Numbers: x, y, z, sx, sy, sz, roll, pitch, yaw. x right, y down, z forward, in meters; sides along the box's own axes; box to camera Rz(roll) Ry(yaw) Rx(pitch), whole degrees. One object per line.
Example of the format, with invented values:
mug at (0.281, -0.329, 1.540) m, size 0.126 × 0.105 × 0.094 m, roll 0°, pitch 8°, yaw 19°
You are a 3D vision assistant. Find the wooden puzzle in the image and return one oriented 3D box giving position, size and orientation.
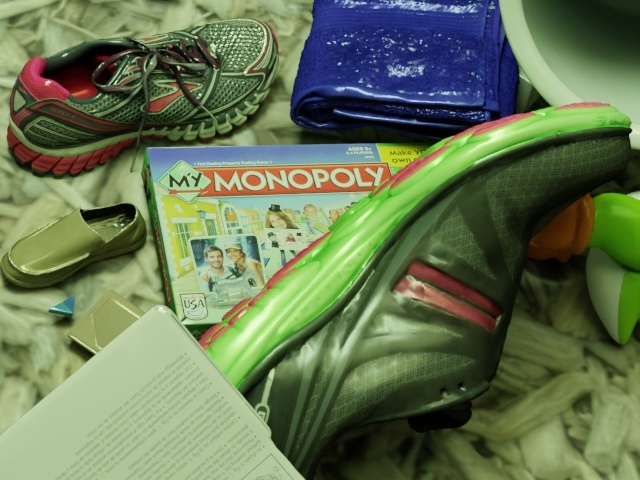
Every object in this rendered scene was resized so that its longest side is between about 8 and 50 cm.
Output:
wooden puzzle at (-0.184, 0.085, 1.489) m, size 0.116 × 0.014 × 0.078 m, roll 39°, pitch 49°, yaw 13°

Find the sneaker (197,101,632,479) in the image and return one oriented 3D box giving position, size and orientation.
sneaker at (0.088, 0.054, 1.430) m, size 0.483 × 0.185 × 0.202 m, roll -39°, pitch 95°, yaw -7°

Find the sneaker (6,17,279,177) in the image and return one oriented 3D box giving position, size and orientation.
sneaker at (-0.166, -0.158, 1.629) m, size 0.299 × 0.112 × 0.121 m, roll -25°, pitch 60°, yaw -29°

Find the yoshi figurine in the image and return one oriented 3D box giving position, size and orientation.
yoshi figurine at (0.386, -0.014, 1.582) m, size 0.362 × 0.203 × 0.203 m, roll 19°, pitch 43°, yaw 0°

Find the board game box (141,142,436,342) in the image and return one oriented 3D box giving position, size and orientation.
board game box at (0.000, 0.000, 1.572) m, size 0.317 × 0.046 × 0.213 m, roll -3°, pitch 53°, yaw -16°

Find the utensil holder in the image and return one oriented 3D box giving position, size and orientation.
utensil holder at (0.347, -0.306, 1.632) m, size 0.327 × 0.328 × 0.385 m, roll 16°, pitch 25°, yaw 1°

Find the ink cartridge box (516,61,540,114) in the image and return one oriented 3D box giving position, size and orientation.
ink cartridge box at (0.222, -0.206, 1.789) m, size 0.088 × 0.052 × 0.122 m, roll 35°, pitch 51°, yaw 16°

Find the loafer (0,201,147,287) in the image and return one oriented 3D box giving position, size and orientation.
loafer at (-0.230, -0.003, 1.528) m, size 0.148 × 0.050 × 0.056 m, roll -24°, pitch 60°, yaw -28°

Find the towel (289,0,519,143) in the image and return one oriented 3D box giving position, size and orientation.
towel at (0.100, -0.232, 1.712) m, size 0.227 × 0.076 × 0.308 m, roll 8°, pitch 49°, yaw 4°

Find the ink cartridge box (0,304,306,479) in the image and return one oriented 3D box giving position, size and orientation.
ink cartridge box at (-0.154, 0.241, 1.264) m, size 0.296 × 0.066 × 0.261 m, roll -40°, pitch 92°, yaw -8°
